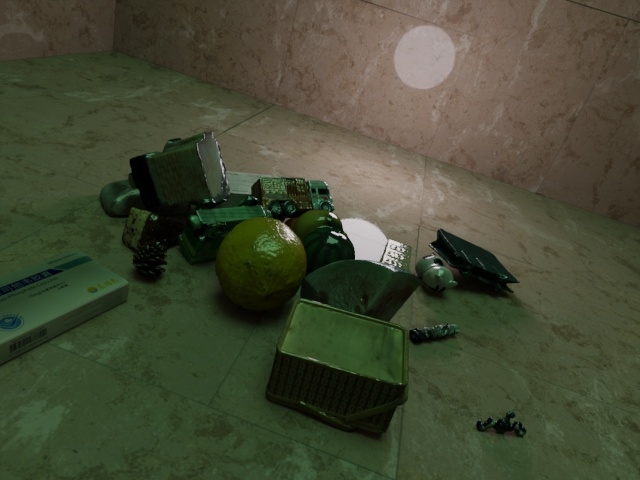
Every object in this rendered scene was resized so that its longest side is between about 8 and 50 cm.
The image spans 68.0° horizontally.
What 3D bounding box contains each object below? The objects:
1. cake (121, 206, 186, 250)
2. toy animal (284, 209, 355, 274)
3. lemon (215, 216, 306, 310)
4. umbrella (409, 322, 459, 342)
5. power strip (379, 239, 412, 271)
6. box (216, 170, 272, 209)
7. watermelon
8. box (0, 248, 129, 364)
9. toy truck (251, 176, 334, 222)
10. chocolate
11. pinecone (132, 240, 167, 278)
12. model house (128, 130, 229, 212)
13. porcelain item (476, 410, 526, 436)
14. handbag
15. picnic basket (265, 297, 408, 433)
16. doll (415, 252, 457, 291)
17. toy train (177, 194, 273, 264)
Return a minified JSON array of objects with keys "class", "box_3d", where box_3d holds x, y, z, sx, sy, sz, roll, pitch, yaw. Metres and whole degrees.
[{"class":"cake","box_3d":[-0.499,-0.057,1.521,0.112,0.135,0.246,28,29,22]},{"class":"toy animal","box_3d":[0.001,-0.002,1.640,0.216,0.191,0.338,-6,32,-16]},{"class":"lemon","box_3d":[-0.168,0.062,1.364,0.258,0.257,0.310,15,29,-6]},{"class":"umbrella","box_3d":[0.360,0.287,1.481,0.189,0.050,0.046,0,54,-30]},{"class":"power strip","box_3d":[0.280,0.079,1.792,0.105,0.070,0.256,21,27,6]},{"class":"box","box_3d":[-0.296,-0.185,1.895,0.261,0.111,0.194,0,34,-28]},{"class":"watermelon","box_3d":[0.101,0.193,1.344,0.228,0.387,0.258,27,58,-38]},{"class":"box","box_3d":[-0.666,0.142,1.136,0.200,0.065,0.343,28,29,18]},{"class":"toy truck","box_3d":[-0.108,-0.158,1.804,0.306,0.136,0.162,-2,77,-27]},{"class":"chocolate","box_3d":[-0.620,-0.165,1.698,0.303,0.100,0.185,-7,39,-33]},{"class":"pinecone","box_3d":[-0.486,0.053,1.353,0.102,0.109,0.102,15,29,-9]},{"class":"model house","box_3d":[-0.481,-0.224,1.603,0.285,0.243,0.298,-9,15,3]},{"class":"porcelain item","box_3d":[0.469,0.458,1.201,0.136,0.075,0.021,11,27,-11]},{"class":"handbag","box_3d":[0.600,0.085,1.871,0.327,0.089,0.238,23,21,-22]},{"class":"picnic basket","box_3d":[0.049,0.303,1.146,0.313,0.175,0.228,15,28,4]},{"class":"doll","box_3d":[0.423,0.124,1.751,0.111,0.106,0.180,13,25,-12]},{"class":"toy train","box_3d":[-0.301,-0.038,1.531,0.301,0.202,0.120,-11,57,-42]}]
